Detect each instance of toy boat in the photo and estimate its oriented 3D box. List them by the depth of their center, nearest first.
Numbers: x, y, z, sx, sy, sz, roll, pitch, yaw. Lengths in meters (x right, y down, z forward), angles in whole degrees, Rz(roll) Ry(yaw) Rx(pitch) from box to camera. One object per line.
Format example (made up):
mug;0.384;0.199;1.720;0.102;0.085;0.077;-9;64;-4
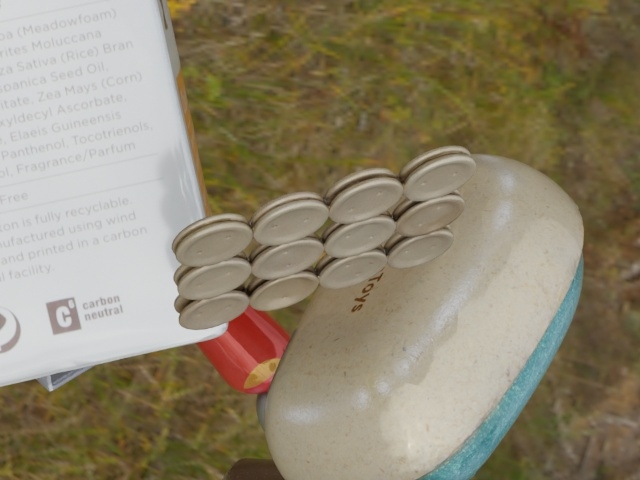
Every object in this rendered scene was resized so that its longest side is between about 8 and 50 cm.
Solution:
toy boat;0.042;0.071;1.009;0.148;0.318;0.267;49;56;-21

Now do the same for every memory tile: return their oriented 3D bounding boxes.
memory tile;0.000;0.000;0.746;0.148;0.012;0.113;-17;155;-11

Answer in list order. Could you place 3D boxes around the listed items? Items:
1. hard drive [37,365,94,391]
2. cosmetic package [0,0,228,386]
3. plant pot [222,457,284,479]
hard drive;-0.277;0.045;1.668;0.172;0.255;0.054;-31;129;-14
cosmetic package;-0.178;-0.167;0.902;0.161;0.230;0.453;-13;102;-3
plant pot;0.056;0.267;1.205;0.215;0.230;0.215;-7;90;-75
